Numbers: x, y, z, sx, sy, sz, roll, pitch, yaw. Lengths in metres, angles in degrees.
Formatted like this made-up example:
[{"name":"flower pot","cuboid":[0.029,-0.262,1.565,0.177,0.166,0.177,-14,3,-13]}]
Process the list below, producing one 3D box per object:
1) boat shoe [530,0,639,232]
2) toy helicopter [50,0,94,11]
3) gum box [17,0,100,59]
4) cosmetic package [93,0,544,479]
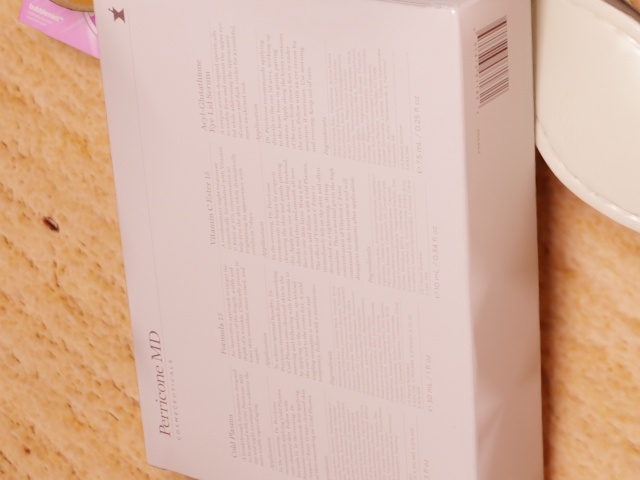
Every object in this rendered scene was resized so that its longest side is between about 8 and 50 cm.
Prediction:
[{"name":"boat shoe","cuboid":[0.159,-0.116,1.232,0.305,0.091,0.109,44,117,19]},{"name":"toy helicopter","cuboid":[-0.249,-0.266,1.271,0.235,0.355,0.140,-25,42,22]},{"name":"gum box","cuboid":[-0.119,-0.176,1.413,0.188,0.062,0.107,26,110,26]},{"name":"cosmetic package","cuboid":[0.000,0.000,1.283,0.284,0.097,0.377,12,118,32]}]
